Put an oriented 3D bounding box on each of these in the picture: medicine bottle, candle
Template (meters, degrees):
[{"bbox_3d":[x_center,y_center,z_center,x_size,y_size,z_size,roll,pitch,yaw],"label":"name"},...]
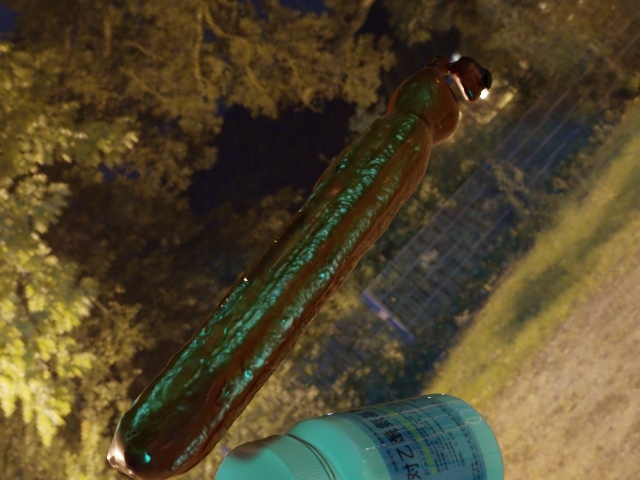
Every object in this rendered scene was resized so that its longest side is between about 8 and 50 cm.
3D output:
[{"bbox_3d":[0.029,0.162,0.620,0.187,0.102,0.103,-1,-38,-43],"label":"medicine bottle"},{"bbox_3d":[0.000,0.000,0.500,0.329,0.048,0.051,-51,-5,-36],"label":"candle"}]
